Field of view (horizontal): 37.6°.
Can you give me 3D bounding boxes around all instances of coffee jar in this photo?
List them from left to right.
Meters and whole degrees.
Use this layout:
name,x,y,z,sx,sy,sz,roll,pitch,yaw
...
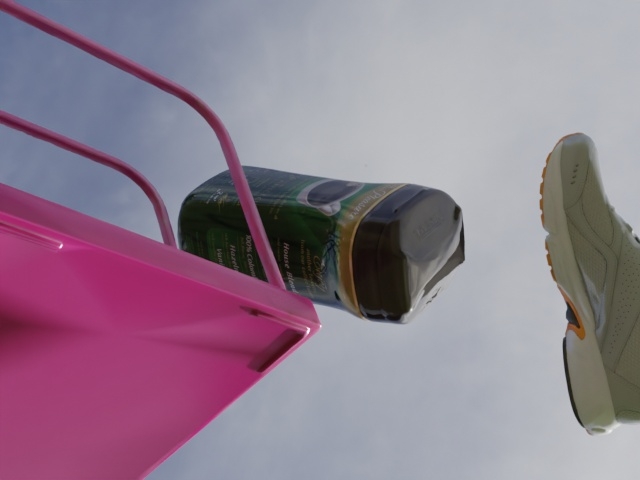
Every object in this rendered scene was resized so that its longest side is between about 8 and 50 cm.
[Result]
name,x,y,z,sx,sy,sz,roll,pitch,yaw
coffee jar,0.000,0.000,0.630,0.184,0.096,0.079,9,-61,35

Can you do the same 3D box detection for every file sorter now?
name,x,y,z,sx,sy,sz,roll,pitch,yaw
file sorter,-0.190,0.038,0.534,0.290,0.202,0.182,-42,-132,24

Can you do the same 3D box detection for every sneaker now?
name,x,y,z,sx,sy,sz,roll,pitch,yaw
sneaker,0.266,0.031,0.812,0.121,0.099,0.263,-11,-93,24
